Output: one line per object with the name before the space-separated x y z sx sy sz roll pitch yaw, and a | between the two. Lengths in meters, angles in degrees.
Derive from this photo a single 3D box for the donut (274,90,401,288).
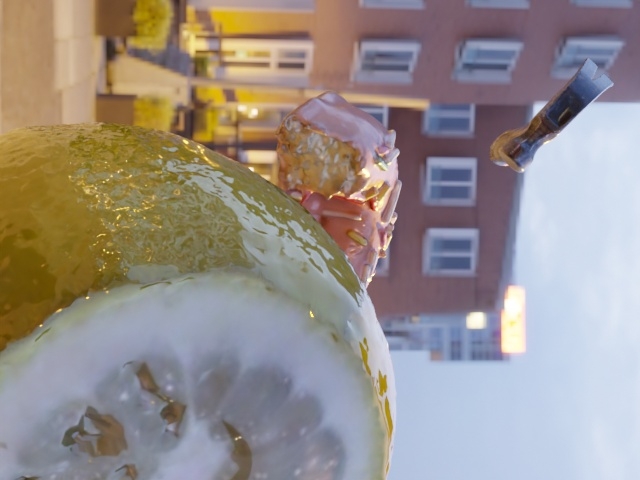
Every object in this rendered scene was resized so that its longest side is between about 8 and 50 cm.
donut | 0.000 0.000 0.910 0.199 0.085 0.233 4 105 -73

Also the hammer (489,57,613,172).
hammer | 0.224 -0.117 1.177 0.037 0.137 0.290 47 -2 1

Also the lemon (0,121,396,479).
lemon | -0.099 0.061 0.495 0.219 0.240 0.241 39 -48 56
